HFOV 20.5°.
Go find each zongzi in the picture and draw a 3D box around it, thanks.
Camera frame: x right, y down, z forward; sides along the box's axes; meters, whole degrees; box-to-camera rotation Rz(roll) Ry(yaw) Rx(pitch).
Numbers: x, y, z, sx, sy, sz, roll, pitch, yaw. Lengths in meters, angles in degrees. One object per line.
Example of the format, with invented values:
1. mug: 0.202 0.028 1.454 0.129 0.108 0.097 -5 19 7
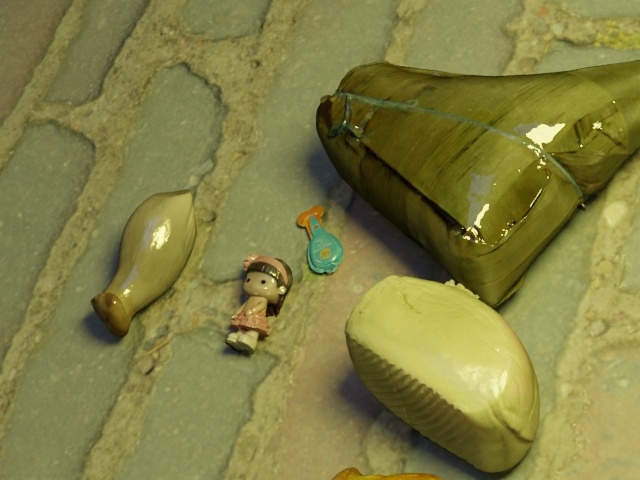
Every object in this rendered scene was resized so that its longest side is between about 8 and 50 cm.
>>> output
1. zongzi: 0.213 -0.158 2.100 0.393 0.174 0.356 -44 51 -7

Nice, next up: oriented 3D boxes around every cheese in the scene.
1. cheese: 0.000 -0.001 2.205 0.047 0.017 0.111 -25 49 5

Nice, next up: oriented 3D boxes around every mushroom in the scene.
1. mushroom: -0.223 0.022 2.257 0.097 0.088 0.212 15 71 45

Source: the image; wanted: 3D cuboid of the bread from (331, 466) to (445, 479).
1. bread: 0.075 0.348 1.769 0.145 0.268 0.268 -11 53 15

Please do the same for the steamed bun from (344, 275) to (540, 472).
1. steamed bun: 0.149 0.130 1.938 0.238 0.170 0.152 30 68 33

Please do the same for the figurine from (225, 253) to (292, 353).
1. figurine: -0.078 0.077 2.171 0.072 0.054 0.129 0 64 44
